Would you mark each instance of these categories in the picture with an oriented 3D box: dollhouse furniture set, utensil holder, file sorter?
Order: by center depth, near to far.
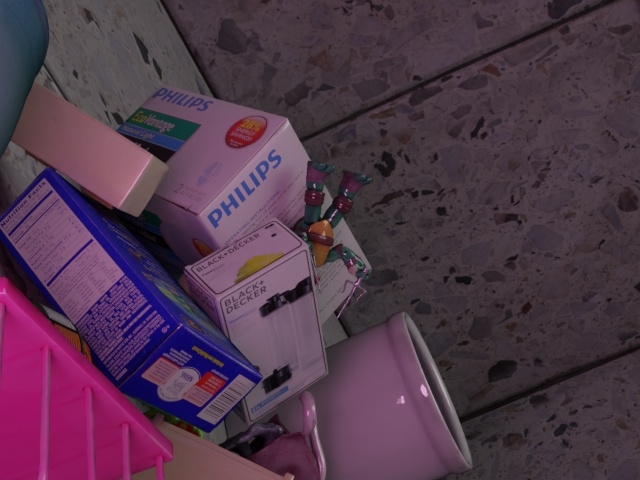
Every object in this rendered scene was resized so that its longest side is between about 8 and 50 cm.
[{"bbox_3d":[-0.280,0.215,0.900,0.182,0.202,0.290,-102,166,-44],"label":"file sorter"},{"bbox_3d":[-0.179,0.427,1.392,0.303,0.198,0.286,97,19,-56],"label":"dollhouse furniture set"},{"bbox_3d":[0.051,0.355,2.005,0.327,0.386,0.327,-23,90,-82],"label":"utensil holder"}]

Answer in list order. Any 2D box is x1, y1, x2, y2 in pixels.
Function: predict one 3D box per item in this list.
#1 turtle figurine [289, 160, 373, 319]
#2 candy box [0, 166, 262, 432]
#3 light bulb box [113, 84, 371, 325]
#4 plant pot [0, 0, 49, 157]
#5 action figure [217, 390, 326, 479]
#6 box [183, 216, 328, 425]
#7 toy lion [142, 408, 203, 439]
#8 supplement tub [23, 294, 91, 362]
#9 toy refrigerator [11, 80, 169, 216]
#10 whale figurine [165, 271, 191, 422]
[{"bbox_3d":[0.000,0.000,1.627,0.175,0.118,0.234,11,94,-53],"label":"turtle figurine"},{"bbox_3d":[-0.254,0.084,1.383,0.317,0.122,0.268,46,-1,29],"label":"candy box"},{"bbox_3d":[-0.161,-0.041,1.798,0.358,0.225,0.361,21,-28,44],"label":"light bulb box"},{"bbox_3d":[-0.403,-0.121,0.940,0.271,0.272,0.255,57,27,-49],"label":"plant pot"},{"bbox_3d":[-0.021,0.460,1.707,0.370,0.276,0.248,54,1,3],"label":"action figure"},{"bbox_3d":[-0.091,0.127,1.581,0.087,0.169,0.289,39,-31,40],"label":"box"},{"bbox_3d":[-0.216,0.285,1.490,0.034,0.096,0.100,38,28,-74],"label":"toy lion"},{"bbox_3d":[-0.333,0.118,1.126,0.190,0.117,0.117,51,17,-65],"label":"supplement tub"},{"bbox_3d":[-0.349,-0.138,1.404,0.270,0.094,0.102,32,-2,6],"label":"toy refrigerator"},{"bbox_3d":[-0.234,0.184,1.667,0.216,0.141,0.271,57,35,-67],"label":"whale figurine"}]
